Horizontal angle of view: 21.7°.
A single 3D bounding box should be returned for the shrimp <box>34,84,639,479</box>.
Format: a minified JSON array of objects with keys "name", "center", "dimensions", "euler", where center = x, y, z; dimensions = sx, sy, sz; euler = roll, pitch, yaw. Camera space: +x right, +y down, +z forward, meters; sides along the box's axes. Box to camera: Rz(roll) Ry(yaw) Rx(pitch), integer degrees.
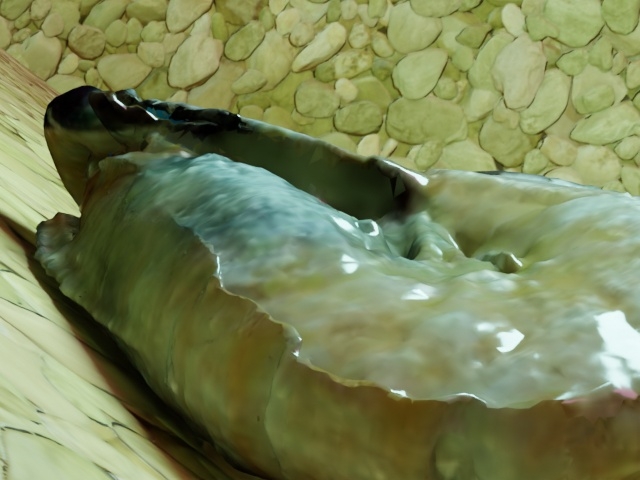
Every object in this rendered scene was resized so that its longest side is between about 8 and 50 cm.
[{"name":"shrimp","center":[0.000,0.000,0.700],"dimensions":[0.446,0.221,0.110],"euler":[24,-49,53]}]
